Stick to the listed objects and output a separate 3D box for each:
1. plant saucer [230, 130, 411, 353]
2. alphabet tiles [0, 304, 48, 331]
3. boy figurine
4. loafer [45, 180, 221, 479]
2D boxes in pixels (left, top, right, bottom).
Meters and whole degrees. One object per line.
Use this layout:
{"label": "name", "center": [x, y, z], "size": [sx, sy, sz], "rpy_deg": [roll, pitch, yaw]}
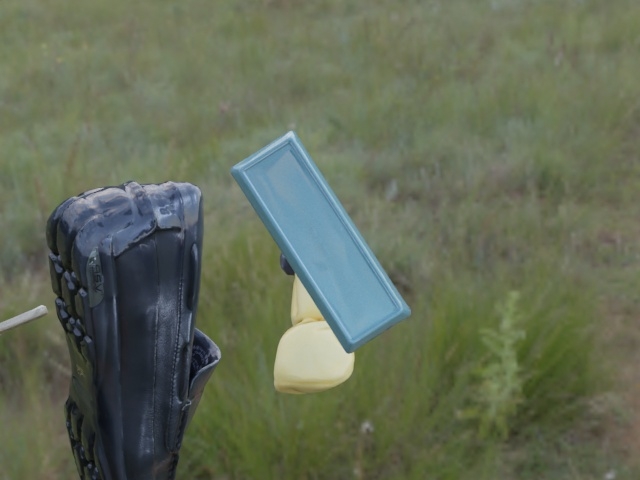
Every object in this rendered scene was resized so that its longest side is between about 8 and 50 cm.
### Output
{"label": "plant saucer", "center": [0.000, 0.000, 1.095], "size": [0.067, 0.192, 0.018], "rpy_deg": [-33, -5, -4]}
{"label": "alphabet tiles", "center": [-0.294, 0.090, 0.932], "size": [0.198, 0.009, 0.237], "rpy_deg": [-23, 2, -13]}
{"label": "boy figurine", "center": [-0.007, 0.086, 1.478], "size": [0.092, 0.177, 0.285], "rpy_deg": [-5, 36, 3]}
{"label": "loafer", "center": [-0.086, 0.071, 0.643], "size": [0.078, 0.223, 0.076], "rpy_deg": [-15, 36, -25]}
